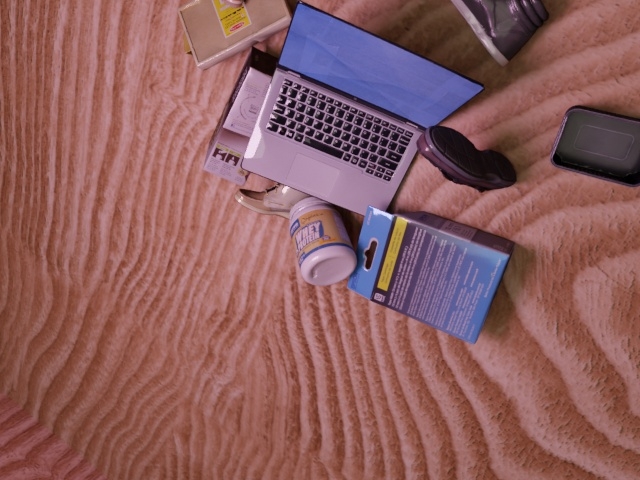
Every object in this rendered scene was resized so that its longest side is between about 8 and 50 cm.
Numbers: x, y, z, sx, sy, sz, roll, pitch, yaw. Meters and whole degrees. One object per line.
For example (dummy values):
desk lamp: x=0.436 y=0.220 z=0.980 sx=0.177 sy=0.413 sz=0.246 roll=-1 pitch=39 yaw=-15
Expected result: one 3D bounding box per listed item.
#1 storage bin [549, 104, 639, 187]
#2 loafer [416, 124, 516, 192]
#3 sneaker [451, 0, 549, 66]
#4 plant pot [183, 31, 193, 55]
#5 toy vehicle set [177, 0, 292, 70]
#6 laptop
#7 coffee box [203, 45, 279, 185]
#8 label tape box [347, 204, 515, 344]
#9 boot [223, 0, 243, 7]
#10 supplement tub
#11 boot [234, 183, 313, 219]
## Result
storage bin: x=0.572 y=-0.192 z=1.022 sx=0.180 sy=0.084 sz=0.122 roll=20 pitch=115 yaw=19
loafer: x=0.297 y=-0.152 z=1.069 sx=0.095 sy=0.303 sz=0.109 roll=-32 pitch=58 yaw=43
sneaker: x=0.339 y=-0.514 z=1.017 sx=0.147 sy=0.104 sz=0.295 roll=-37 pitch=95 yaw=30
plant pot: x=-0.313 y=-0.543 z=1.346 sx=0.082 sy=0.081 sz=0.083 roll=-12 pitch=92 yaw=30
toy vehicle set: x=-0.212 y=-0.554 z=1.250 sx=0.267 sy=0.035 sz=0.166 roll=-21 pitch=83 yaw=15
laptop: x=0.056 y=-0.234 z=1.093 sx=0.382 sy=0.236 sz=0.408 roll=21 pitch=114 yaw=-10
coffee box: x=-0.183 y=-0.313 z=1.292 sx=0.119 sy=0.168 sz=0.297 roll=22 pitch=123 yaw=-20
label tape box: x=0.263 y=0.067 z=1.258 sx=0.348 sy=0.115 sz=0.249 roll=22 pitch=116 yaw=21
boot: x=-0.236 y=-0.629 z=1.191 sx=0.158 sy=0.059 sz=0.084 roll=40 pitch=141 yaw=9
supplement tub: x=0.000 y=0.000 z=1.300 sx=0.144 sy=0.144 sz=0.199 roll=-46 pitch=45 yaw=31
boot: x=-0.106 y=-0.146 z=1.339 sx=0.213 sy=0.077 sz=0.165 roll=13 pitch=119 yaw=-23
